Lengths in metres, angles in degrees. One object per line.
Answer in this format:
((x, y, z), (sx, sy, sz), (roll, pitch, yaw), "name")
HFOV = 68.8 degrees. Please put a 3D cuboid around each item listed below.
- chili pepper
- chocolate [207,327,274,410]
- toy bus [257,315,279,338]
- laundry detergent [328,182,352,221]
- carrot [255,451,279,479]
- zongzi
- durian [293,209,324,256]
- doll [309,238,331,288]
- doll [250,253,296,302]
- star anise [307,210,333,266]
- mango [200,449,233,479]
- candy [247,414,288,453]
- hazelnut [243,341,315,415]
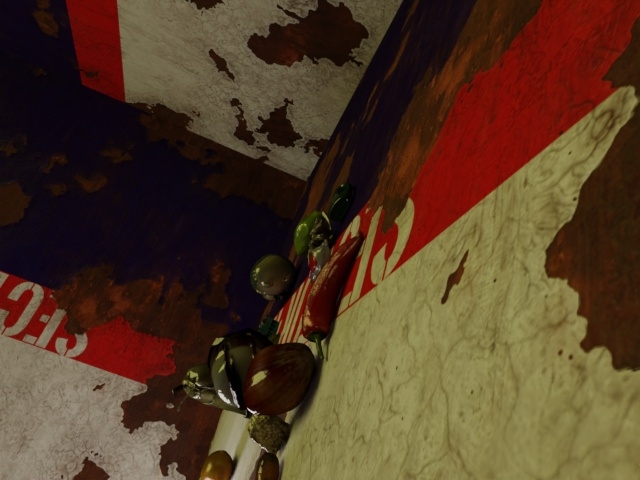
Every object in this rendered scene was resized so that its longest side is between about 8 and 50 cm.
((0.020, 0.144, 1.282), (0.137, 0.092, 0.368), (-26, 43, 61), "chili pepper")
((-0.288, 0.495, 1.762), (0.186, 0.283, 0.284), (-133, 66, -75), "chocolate")
((-0.271, 0.462, 2.291), (0.160, 0.091, 0.079), (-66, 4, -34), "toy bus")
((0.083, -0.165, 1.795), (0.137, 0.063, 0.211), (-61, 8, 29), "laundry detergent")
((-0.135, 0.608, 1.131), (0.186, 0.060, 0.060), (-85, 19, -54), "carrot")
((-0.396, 0.516, 1.953), (0.181, 0.447, 0.418), (18, 77, 44), "zongzi")
((-0.061, -0.027, 2.245), (0.139, 0.101, 0.250), (6, -70, -61), "durian")
((-0.006, 0.084, 1.636), (0.102, 0.075, 0.227), (-102, 22, -51), "doll")
((-0.256, 0.204, 2.458), (0.247, 0.247, 0.349), (-70, 12, -18), "doll")
((0.000, -0.001, 1.777), (0.209, 0.089, 0.231), (-176, 105, -80), "star anise")
((-0.418, 0.932, 1.894), (0.221, 0.120, 0.151), (114, 179, -66), "mango")
((-0.137, 0.511, 1.260), (0.095, 0.110, 0.085), (-51, 9, 4), "candy")
((-0.101, 0.366, 1.236), (0.212, 0.181, 0.181), (-74, -19, -72), "hazelnut")
